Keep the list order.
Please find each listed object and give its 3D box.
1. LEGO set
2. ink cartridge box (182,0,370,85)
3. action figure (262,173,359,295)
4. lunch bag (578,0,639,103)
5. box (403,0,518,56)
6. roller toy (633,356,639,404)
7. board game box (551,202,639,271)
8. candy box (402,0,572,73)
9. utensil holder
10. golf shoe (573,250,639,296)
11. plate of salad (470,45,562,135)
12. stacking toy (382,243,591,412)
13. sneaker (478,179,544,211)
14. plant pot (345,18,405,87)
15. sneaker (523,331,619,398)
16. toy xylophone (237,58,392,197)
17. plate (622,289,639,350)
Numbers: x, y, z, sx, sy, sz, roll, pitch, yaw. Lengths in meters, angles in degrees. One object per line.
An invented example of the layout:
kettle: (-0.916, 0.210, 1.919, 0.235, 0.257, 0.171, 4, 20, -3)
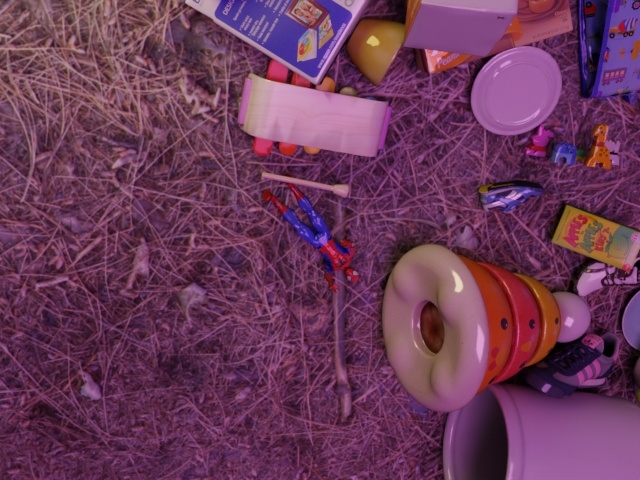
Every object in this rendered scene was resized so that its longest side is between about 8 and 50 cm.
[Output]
LEGO set: (0.569, -0.214, 1.865, 0.227, 0.087, 0.093, 5, 108, -14)
ink cartridge box: (-0.054, -0.504, 1.641, 0.307, 0.072, 0.304, 32, 101, 1)
action figure: (0.000, 0.000, 1.802, 0.091, 0.139, 0.280, -39, 113, 5)
lunch bag: (0.667, -0.425, 1.803, 0.220, 0.138, 0.293, -12, 119, -10)
box: (0.259, -0.539, 1.552, 0.168, 0.215, 0.346, 6, 82, -2)
roller toy: (0.858, 0.324, 2.057, 0.209, 0.146, 0.191, 22, 121, -32)
board game box: (0.620, -0.007, 1.925, 0.181, 0.043, 0.092, 22, 105, 11)
candy box: (0.334, -0.470, 1.731, 0.316, 0.087, 0.183, -18, 110, -4)
utensil holder: (0.522, 0.493, 1.968, 0.385, 0.327, 0.328, 7, 107, -15)
golf shoe: (0.673, 0.075, 1.971, 0.198, 0.094, 0.077, -38, 138, 5)
plate of salad: (0.411, -0.317, 1.819, 0.199, 0.048, 0.200, -5, 123, -7)
stacking toy: (0.406, 0.170, 1.887, 0.479, 0.350, 0.351, -4, 110, -28)
sneaker: (0.420, -0.097, 1.894, 0.144, 0.053, 0.059, -6, 109, 0)
plant pot: (0.106, -0.384, 1.704, 0.095, 0.134, 0.134, 30, 101, -1)
sneaker: (0.576, 0.270, 1.958, 0.319, 0.112, 0.131, -3, 122, -49)
toy xylophone: (-0.015, -0.224, 1.748, 0.322, 0.081, 0.236, 16, 104, -16)
plate: (0.811, 0.181, 2.078, 0.188, 0.024, 0.188, -4, 110, -11)
